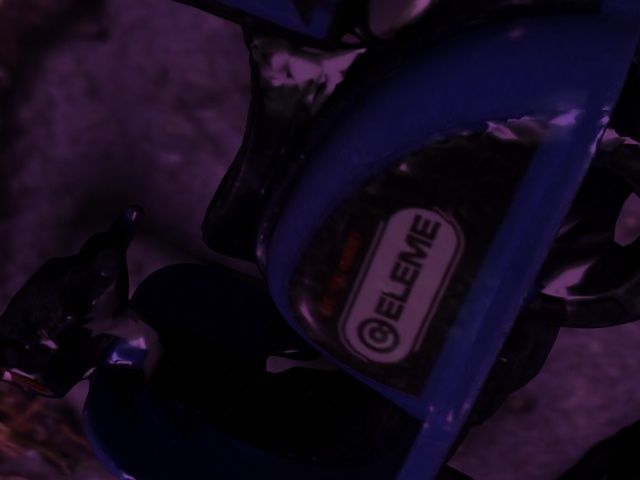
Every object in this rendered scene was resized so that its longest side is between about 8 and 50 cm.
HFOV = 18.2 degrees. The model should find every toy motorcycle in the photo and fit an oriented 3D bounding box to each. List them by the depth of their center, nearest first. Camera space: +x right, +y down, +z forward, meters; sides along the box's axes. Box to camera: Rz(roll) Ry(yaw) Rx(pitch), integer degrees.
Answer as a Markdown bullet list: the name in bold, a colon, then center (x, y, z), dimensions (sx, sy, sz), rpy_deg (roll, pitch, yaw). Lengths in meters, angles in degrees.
- **toy motorcycle**: center (0.000, 0.000, 0.653), dimensions (0.212, 0.125, 0.358), rpy_deg (21, 134, 1)

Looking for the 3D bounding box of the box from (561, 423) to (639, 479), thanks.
- **box**: center (0.193, 0.136, 0.803), dimensions (0.201, 0.042, 0.212), rpy_deg (34, 130, -20)
